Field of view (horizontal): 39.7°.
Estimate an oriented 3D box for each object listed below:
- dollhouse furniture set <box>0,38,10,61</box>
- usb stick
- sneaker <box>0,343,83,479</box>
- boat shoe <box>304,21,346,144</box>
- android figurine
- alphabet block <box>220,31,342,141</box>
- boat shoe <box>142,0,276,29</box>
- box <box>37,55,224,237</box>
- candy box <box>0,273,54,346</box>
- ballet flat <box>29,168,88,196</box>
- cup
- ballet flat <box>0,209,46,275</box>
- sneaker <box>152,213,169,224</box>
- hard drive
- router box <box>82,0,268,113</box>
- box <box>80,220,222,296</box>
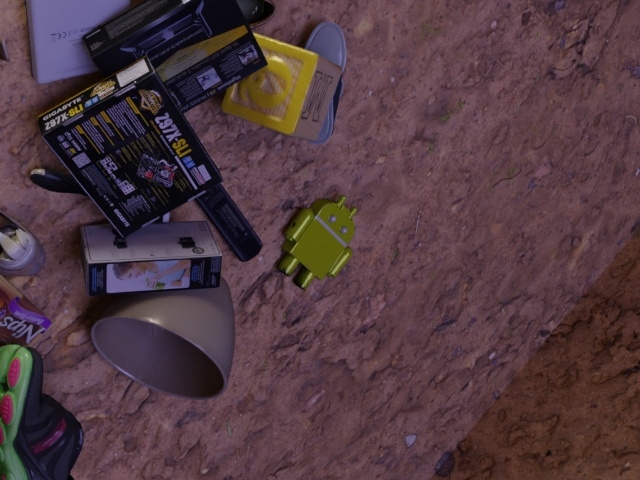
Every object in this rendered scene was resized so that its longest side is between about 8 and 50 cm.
[{"bbox_3d":[-0.699,-0.384,1.549,0.262,0.135,0.259,-27,126,-31],"label":"dollhouse furniture set"},{"bbox_3d":[-0.229,-0.051,2.201,0.077,0.045,0.278,-42,133,-11],"label":"usb stick"},{"bbox_3d":[-0.641,0.411,1.975,0.202,0.185,0.483,-27,136,-40],"label":"sneaker"},{"bbox_3d":[0.001,-0.395,2.218,0.114,0.091,0.303,12,107,0],"label":"boat shoe"},{"bbox_3d":[0.000,0.000,2.428,0.273,0.056,0.248,-52,135,-8],"label":"android figurine"},{"bbox_3d":[-0.086,-0.349,2.039,0.197,0.192,0.194,-9,117,-74],"label":"alphabet block"},{"bbox_3d":[-0.238,-0.498,1.925,0.324,0.120,0.123,-23,124,-33],"label":"boat shoe"},{"bbox_3d":[-0.386,-0.185,1.840,0.257,0.079,0.322,-31,134,-1],"label":"box"},{"bbox_3d":[-0.672,0.157,1.891,0.109,0.053,0.187,-47,132,-16],"label":"candy box"},{"bbox_3d":[-0.540,-0.129,1.888,0.173,0.057,0.049,11,64,-46],"label":"ballet flat"},{"bbox_3d":[-0.332,0.183,2.065,0.331,0.331,0.237,59,40,-41],"label":"cup"},{"bbox_3d":[-0.657,-0.012,1.786,0.108,0.106,0.316,-51,135,-11],"label":"ballet flat"},{"bbox_3d":[-0.410,-0.110,1.998,0.121,0.079,0.217,-11,122,-23],"label":"sneaker"},{"bbox_3d":[-0.472,-0.478,1.732,0.210,0.040,0.319,-22,135,-34],"label":"hard drive"},{"bbox_3d":[-0.292,-0.391,1.831,0.308,0.081,0.243,-30,143,-1],"label":"router box"},{"bbox_3d":[-0.377,0.036,1.956,0.289,0.169,0.087,-3,121,-21],"label":"box"}]
